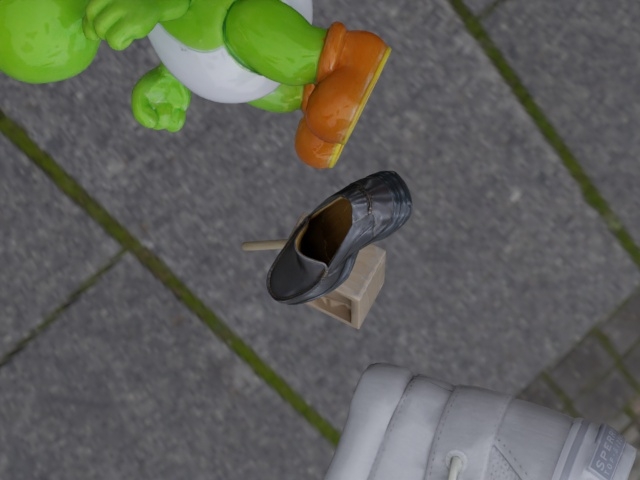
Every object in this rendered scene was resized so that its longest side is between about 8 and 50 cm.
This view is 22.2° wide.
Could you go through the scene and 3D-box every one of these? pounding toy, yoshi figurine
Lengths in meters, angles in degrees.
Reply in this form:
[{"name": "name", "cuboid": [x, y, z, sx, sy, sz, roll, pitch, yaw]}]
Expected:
[{"name": "pounding toy", "cuboid": [-0.007, 0.012, 2.208, 0.094, 0.181, 0.206, -61, 169, -18]}, {"name": "yoshi figurine", "cuboid": [-0.139, -0.163, 1.368, 0.362, 0.203, 0.203, 27, 119, -2]}]

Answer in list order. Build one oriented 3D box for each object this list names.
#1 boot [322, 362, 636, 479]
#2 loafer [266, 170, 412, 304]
[{"name": "boot", "cuboid": [0.036, 0.174, 0.688, 0.095, 0.123, 0.258, -35, 143, -68]}, {"name": "loafer", "cuboid": [0.000, 0.000, 1.310, 0.061, 0.062, 0.170, -10, 153, -44]}]
